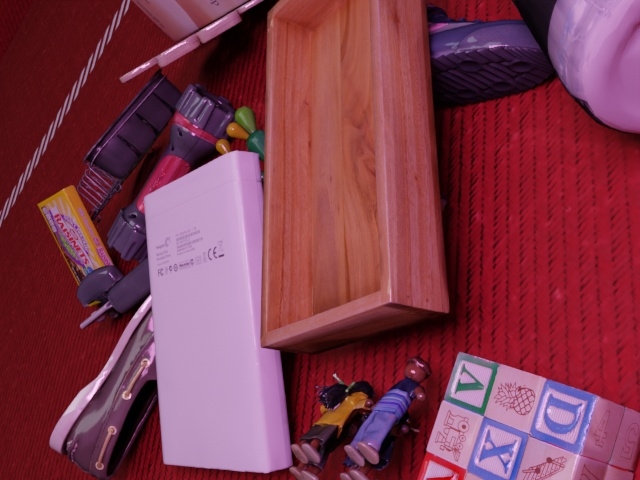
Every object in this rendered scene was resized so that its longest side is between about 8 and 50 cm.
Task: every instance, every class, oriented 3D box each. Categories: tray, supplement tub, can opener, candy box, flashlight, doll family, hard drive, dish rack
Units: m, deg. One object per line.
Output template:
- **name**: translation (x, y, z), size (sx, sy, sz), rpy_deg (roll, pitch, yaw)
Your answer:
- **tray**: translation (0.024, -0.106, 0.729), size (0.203, 0.076, 0.410), rpy_deg (-27, 57, 49)
- **supplement tub**: translation (0.247, -0.270, 0.597), size (0.207, 0.207, 0.338), rpy_deg (-38, 46, 30)
- **can opener**: translation (-0.310, 0.060, 1.124), size (0.283, 0.095, 0.076), rpy_deg (-35, 2, 41)
- **candy box**: translation (-0.418, 0.013, 1.249), size (0.105, 0.027, 0.205), rpy_deg (-19, 100, 41)
- **flashlight**: translation (-0.243, -0.102, 1.156), size (0.103, 0.103, 0.304), rpy_deg (40, 105, 24)
- **doll family**: translation (0.041, 0.170, 0.673), size (0.111, 0.076, 0.193), rpy_deg (-41, 15, -35)
- **hard drive**: translation (-0.136, 0.094, 0.873), size (0.233, 0.047, 0.353), rpy_deg (-17, 76, 48)
- **dish rack**: translation (-0.335, -0.148, 1.220), size (0.271, 0.074, 0.208), rpy_deg (-33, 22, 56)

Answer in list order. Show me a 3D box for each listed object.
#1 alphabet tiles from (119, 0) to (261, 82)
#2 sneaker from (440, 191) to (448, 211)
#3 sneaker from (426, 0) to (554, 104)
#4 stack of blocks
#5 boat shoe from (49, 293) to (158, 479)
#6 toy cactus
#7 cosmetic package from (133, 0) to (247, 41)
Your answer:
- **alphabet tiles**: translation (-0.195, -0.330, 1.160), size (0.278, 0.021, 0.284), rpy_deg (-30, 19, 1)
- **sneaker**: translation (0.107, -0.074, 0.789), size (0.057, 0.047, 0.119), rpy_deg (-48, 41, 3)
- **sneaker**: translation (0.120, -0.223, 0.794), size (0.319, 0.112, 0.131), rpy_deg (4, 76, 48)
- **stack of blocks**: translation (0.119, 0.247, 0.561), size (0.171, 0.087, 0.297), rpy_deg (11, 79, 51)
- **boat shoe**: translation (-0.244, 0.179, 1.006), size (0.097, 0.116, 0.324), rpy_deg (33, 82, 11)
- **toy cactus**: translation (-0.082, -0.078, 0.979), size (0.181, 0.112, 0.219), rpy_deg (-1, 66, 28)
- **cosmetic package**: translation (-0.196, -0.479, 1.241), size (0.296, 0.153, 0.129), rpy_deg (-11, 45, 47)
